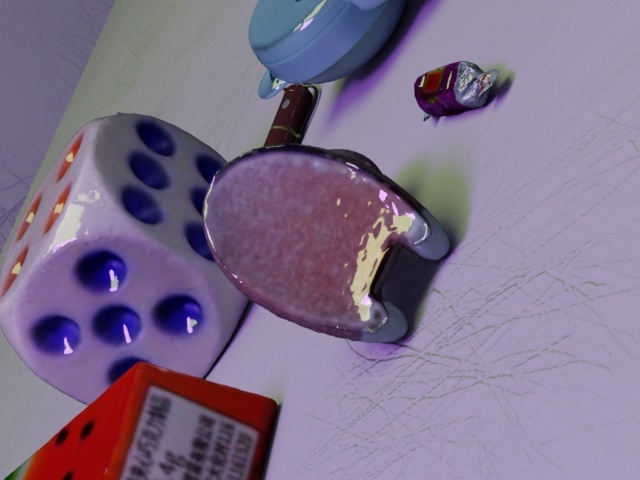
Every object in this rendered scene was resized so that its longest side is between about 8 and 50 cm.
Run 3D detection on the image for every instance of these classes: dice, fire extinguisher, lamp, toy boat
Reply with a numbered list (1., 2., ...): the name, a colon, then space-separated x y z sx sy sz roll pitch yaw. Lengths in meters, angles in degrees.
1. dice: -0.223 0.025 2.099 0.251 0.243 0.259 -51 17 29
2. fire extinguisher: -0.037 -0.145 2.169 0.056 0.039 0.132 1 58 34
3. lamp: 0.025 -0.283 2.016 0.284 0.147 0.209 126 162 -50
4. toy boat: 0.000 0.000 1.603 0.155 0.227 0.085 -64 -21 -2

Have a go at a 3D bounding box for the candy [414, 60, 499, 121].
1. candy: 0.122 -0.142 1.695 0.175 0.043 0.045 -9 64 69

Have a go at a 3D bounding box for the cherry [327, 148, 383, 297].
1. cherry: 0.002 0.007 1.697 0.115 0.148 0.188 45 -138 -64

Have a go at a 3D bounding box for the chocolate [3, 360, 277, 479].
1. chocolate: -0.218 0.324 1.738 0.341 0.161 0.360 -41 26 42
